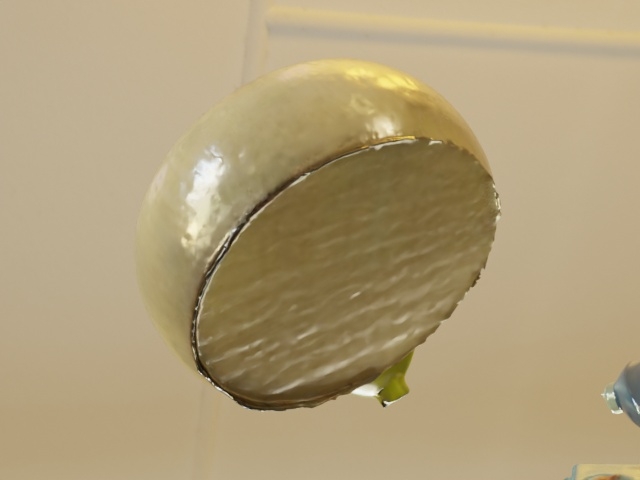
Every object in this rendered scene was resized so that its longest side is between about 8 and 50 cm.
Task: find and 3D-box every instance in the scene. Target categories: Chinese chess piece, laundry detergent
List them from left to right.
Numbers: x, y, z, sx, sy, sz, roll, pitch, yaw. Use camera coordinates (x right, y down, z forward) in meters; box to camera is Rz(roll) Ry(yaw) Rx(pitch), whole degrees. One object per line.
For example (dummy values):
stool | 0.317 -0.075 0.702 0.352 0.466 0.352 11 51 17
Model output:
Chinese chess piece | 0.000 0.000 0.790 0.250 0.103 0.250 -19 -42 -18
laundry detergent | 0.382 0.145 1.212 0.206 0.096 0.061 -19 -48 33

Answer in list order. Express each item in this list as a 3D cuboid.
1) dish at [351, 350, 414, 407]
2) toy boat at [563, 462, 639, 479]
dish | -0.010 0.071 1.334 0.108 0.262 0.221 -9 -60 -41
toy boat | 0.227 0.165 0.609 0.238 0.109 0.098 -1 -75 15
